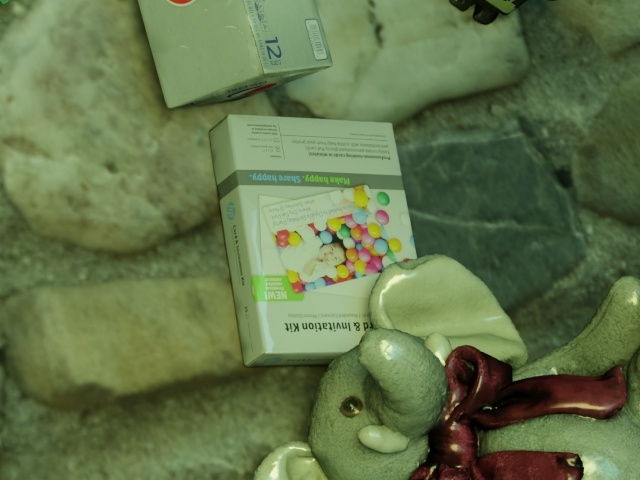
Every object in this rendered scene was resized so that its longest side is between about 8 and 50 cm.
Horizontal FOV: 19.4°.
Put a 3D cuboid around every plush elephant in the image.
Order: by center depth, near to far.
[{"bbox_3d":[0.105,0.130,1.266,0.255,0.330,0.272,23,68,1],"label":"plush elephant"}]

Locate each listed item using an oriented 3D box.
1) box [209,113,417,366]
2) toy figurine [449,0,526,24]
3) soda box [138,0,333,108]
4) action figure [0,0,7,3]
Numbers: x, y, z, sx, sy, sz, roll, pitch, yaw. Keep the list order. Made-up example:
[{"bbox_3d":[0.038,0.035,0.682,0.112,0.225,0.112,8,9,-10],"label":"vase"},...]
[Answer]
[{"bbox_3d":[0.000,0.000,1.391,0.145,0.038,0.186,1,70,-29],"label":"box"},{"bbox_3d":[0.189,-0.303,1.560,0.213,0.148,0.209,-16,79,-34],"label":"toy figurine"},{"bbox_3d":[-0.088,-0.247,1.364,0.091,0.098,0.286,-14,88,-54],"label":"soda box"},{"bbox_3d":[-0.198,-0.281,1.384,0.137,0.063,0.232,48,51,0],"label":"action figure"}]
